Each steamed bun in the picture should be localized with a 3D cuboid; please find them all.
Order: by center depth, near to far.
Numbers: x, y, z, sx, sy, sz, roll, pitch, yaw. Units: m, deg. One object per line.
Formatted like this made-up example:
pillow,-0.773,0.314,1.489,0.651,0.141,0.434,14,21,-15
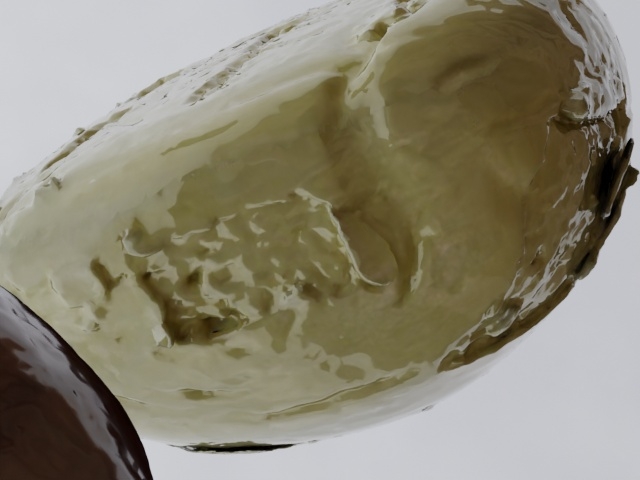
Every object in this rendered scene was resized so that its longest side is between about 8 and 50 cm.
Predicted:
steamed bun,0.000,0.000,0.733,0.166,0.273,0.232,64,-163,-13

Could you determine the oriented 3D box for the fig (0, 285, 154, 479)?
fig,-0.144,0.091,0.363,0.214,0.235,0.235,66,-148,-57
